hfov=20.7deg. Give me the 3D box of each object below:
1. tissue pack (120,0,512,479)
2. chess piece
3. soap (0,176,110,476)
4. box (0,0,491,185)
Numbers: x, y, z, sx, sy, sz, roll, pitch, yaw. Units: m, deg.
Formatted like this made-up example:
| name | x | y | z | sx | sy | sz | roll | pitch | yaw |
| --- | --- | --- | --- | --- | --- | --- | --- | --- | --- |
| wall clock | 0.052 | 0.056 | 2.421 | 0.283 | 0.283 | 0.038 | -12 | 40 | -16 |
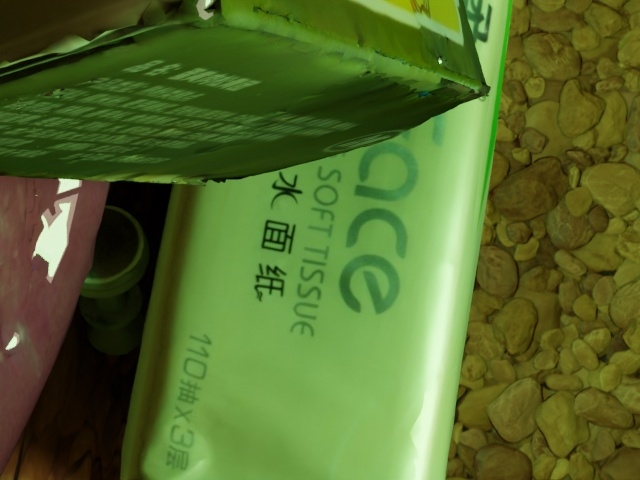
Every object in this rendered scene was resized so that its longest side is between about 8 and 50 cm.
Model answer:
| name | x | y | z | sx | sy | sz | roll | pitch | yaw |
| --- | --- | --- | --- | --- | --- | --- | --- | --- | --- |
| tissue pack | 0.000 | 0.000 | 1.183 | 0.332 | 0.205 | 0.405 | 112 | -11 | -77 |
| chess piece | -0.132 | 0.037 | 1.119 | 0.149 | 0.059 | 0.059 | 88 | 18 | -61 |
| soap | -0.188 | 0.020 | 0.681 | 0.220 | 0.127 | 0.325 | 85 | 21 | -48 |
| box | -0.081 | -0.212 | 0.574 | 0.420 | 0.138 | 0.373 | -6 | 80 | -76 |
